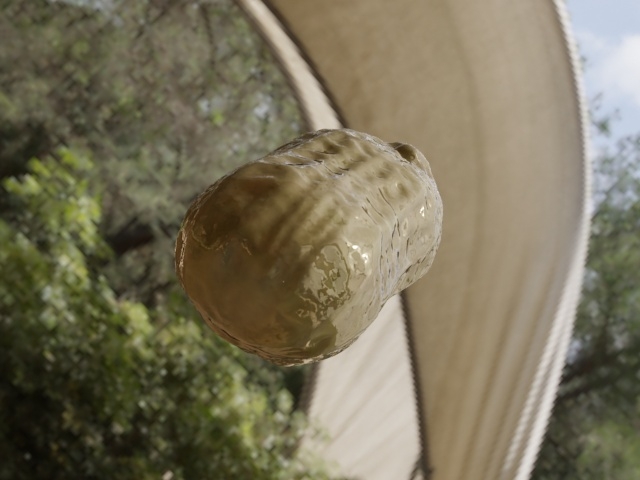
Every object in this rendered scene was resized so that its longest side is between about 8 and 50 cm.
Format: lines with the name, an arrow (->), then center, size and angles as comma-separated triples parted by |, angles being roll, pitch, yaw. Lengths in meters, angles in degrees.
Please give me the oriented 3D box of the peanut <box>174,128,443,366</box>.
peanut -> 0.000, 0.000, 0.942 | 0.152, 0.152, 0.313 | 46, 27, 2
